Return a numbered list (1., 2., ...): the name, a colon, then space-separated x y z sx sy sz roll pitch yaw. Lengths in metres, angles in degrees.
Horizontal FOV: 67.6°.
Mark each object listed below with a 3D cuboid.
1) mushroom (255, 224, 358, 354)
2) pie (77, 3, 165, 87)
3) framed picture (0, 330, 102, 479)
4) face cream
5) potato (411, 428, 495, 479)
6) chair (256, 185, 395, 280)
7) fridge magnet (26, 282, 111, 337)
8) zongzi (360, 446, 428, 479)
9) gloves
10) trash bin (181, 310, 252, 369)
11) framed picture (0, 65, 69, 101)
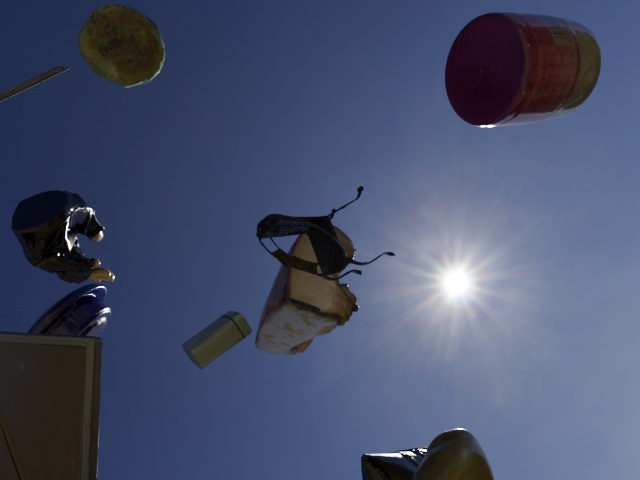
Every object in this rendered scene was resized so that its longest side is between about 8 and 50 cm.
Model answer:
1. mushroom: -0.072 0.169 1.436 0.224 0.314 0.397 16 -40 -20
2. pie: -0.454 -0.448 1.101 0.186 0.041 0.187 -4 -80 -23
3. framed picture: -0.364 0.268 0.555 0.020 0.240 0.325 16 -106 -75
4. face cream: 0.338 -0.284 0.804 0.194 0.175 0.175 -10 -66 -27
5. potato: 0.223 0.421 0.809 0.157 0.157 0.194 60 -145 -34
6. chair: 0.000 0.000 0.880 0.213 0.174 0.149 -12 -103 -32
7. fridge magnet: -0.589 0.213 1.103 0.112 0.265 0.266 36 -95 -2
8. zongzi: 0.184 0.544 1.052 0.318 0.383 0.362 -27 -82 13
9. gloves: -0.436 0.012 0.836 0.124 0.164 0.204 6 -47 2
10. trash bin: -0.227 0.213 1.040 0.129 0.116 0.059 -35 -81 -24
11. framed picture: -0.677 -0.272 0.958 0.296 0.232 0.019 -53 -51 -39
